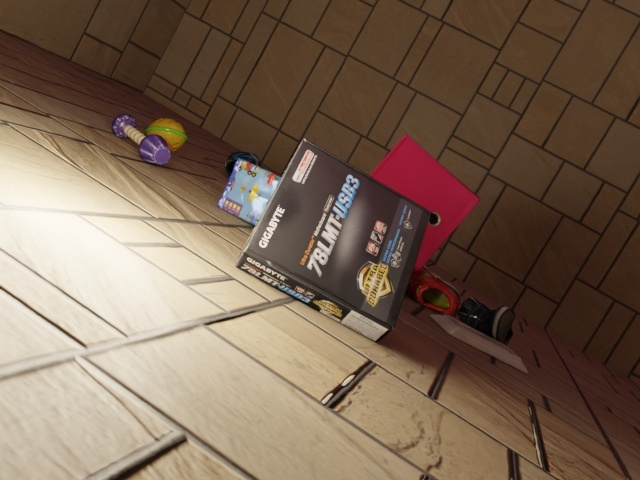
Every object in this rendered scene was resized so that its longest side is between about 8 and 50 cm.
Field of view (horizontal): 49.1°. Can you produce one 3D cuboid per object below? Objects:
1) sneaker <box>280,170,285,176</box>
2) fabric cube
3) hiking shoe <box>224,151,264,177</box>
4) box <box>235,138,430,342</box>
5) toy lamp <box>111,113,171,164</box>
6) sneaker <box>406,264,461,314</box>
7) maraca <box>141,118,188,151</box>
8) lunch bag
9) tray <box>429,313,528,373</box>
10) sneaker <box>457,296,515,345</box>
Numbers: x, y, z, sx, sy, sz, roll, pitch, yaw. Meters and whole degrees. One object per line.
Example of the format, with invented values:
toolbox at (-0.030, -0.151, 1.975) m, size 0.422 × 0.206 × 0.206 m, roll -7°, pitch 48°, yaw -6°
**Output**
sneaker at (-0.085, -0.178, 2.723) m, size 0.153 × 0.099 × 0.282 m, roll 22°, pitch 16°, yaw -19°
fabric cube at (0.231, -0.088, 1.893) m, size 0.258 × 0.254 × 0.259 m, roll 42°, pitch -5°, yaw 2°
hiking shoe at (-0.282, -0.265, 2.485) m, size 0.132 × 0.113 × 0.304 m, roll 26°, pitch 7°, yaw -33°
box at (0.034, -0.006, 1.291) m, size 0.293 × 0.296 × 0.073 m, roll 30°, pitch -37°, yaw -7°
toy lamp at (-0.469, -0.265, 1.847) m, size 0.080 × 0.080 × 0.274 m, roll 23°, pitch 10°, yaw -43°
sneaker at (0.288, 0.126, 2.055) m, size 0.279 × 0.107 × 0.118 m, roll 28°, pitch 17°, yaw 8°
maraca at (-0.480, -0.318, 2.142) m, size 0.127 × 0.099 × 0.185 m, roll 20°, pitch -14°, yaw -36°
lunch bag at (-0.101, -0.091, 1.837) m, size 0.220 × 0.138 × 0.293 m, roll 26°, pitch 3°, yaw 13°
tray at (0.429, 0.268, 1.879) m, size 0.270 × 0.030 × 0.145 m, roll 27°, pitch 8°, yaw -18°
sneaker at (0.468, 0.214, 2.006) m, size 0.163 × 0.086 × 0.226 m, roll 40°, pitch -15°, yaw 28°
